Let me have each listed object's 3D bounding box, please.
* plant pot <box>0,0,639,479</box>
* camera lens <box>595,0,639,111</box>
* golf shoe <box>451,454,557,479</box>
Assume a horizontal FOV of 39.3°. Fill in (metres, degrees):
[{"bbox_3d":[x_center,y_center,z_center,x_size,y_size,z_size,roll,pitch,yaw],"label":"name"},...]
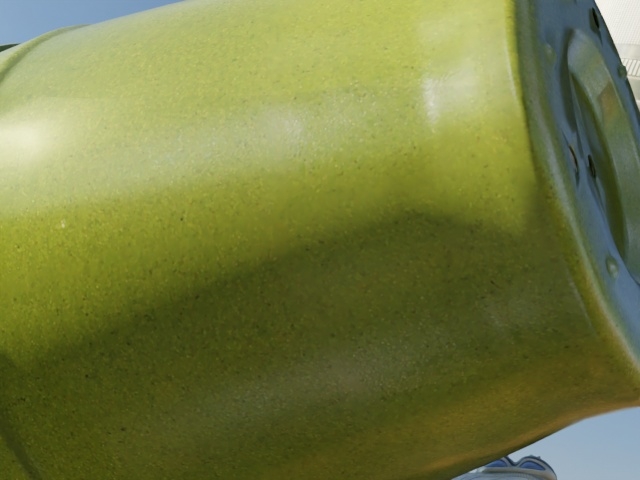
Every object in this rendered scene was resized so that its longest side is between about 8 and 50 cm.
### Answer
[{"bbox_3d":[0.000,0.000,0.521,0.353,0.366,0.366,-17,-32,30],"label":"plant pot"},{"bbox_3d":[0.367,-0.168,0.987,0.219,0.274,0.219,23,-20,9],"label":"camera lens"},{"bbox_3d":[0.097,0.214,0.700,0.176,0.086,0.069,-17,-69,31],"label":"golf shoe"}]
